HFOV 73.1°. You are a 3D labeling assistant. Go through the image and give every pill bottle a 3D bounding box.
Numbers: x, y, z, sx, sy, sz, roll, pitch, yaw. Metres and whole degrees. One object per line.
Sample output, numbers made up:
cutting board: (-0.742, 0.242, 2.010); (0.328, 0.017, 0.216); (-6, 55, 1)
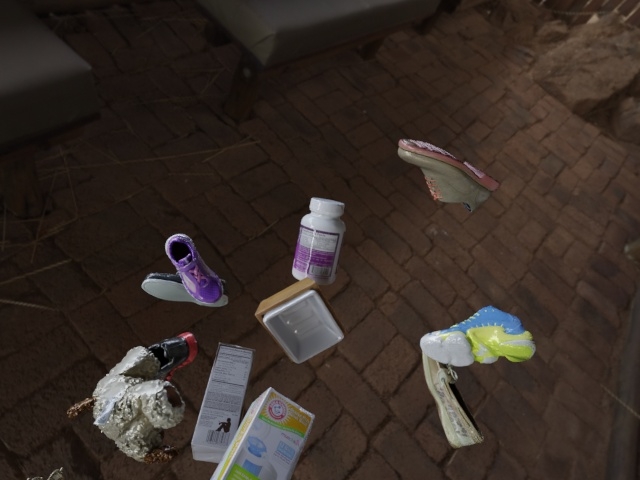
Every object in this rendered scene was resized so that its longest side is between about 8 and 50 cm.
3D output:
pill bottle: (0.000, 0.000, 1.601); (0.169, 0.301, 0.169); (11, 10, -2)

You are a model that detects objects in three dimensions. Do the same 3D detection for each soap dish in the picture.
soap dish: (-0.065, 0.279, 1.516); (0.229, 0.290, 0.118); (-29, 36, 0)

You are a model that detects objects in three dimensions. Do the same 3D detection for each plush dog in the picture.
plush dog: (-0.432, 0.414, 1.001); (0.211, 0.225, 0.262); (-27, 32, -29)

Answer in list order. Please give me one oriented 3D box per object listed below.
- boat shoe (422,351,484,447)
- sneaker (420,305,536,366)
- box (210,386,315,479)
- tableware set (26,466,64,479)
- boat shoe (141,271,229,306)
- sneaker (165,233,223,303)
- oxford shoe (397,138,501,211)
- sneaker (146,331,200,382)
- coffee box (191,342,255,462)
boat shoe: (0.363, 0.421, 1.204); (0.105, 0.089, 0.285); (2, 67, -63)
sneaker: (0.349, 0.213, 0.982); (0.240, 0.091, 0.126); (1, 34, 11)
box: (-0.110, 0.399, 0.801); (0.114, 0.103, 0.203); (36, 44, -3)
tableware set: (-0.550, 0.529, 0.841); (0.020, 0.168, 0.141); (4, 69, 2)
boat shoe: (-0.456, 0.154, 1.477); (0.303, 0.114, 0.091); (24, 46, -41)
sneaker: (-0.368, 0.081, 1.240); (0.095, 0.104, 0.236); (-35, 90, -16)
oxford shoe: (0.335, -0.165, 1.167); (0.348, 0.130, 0.123); (19, 23, -25)
sneaker: (-0.489, 0.374, 1.298); (0.135, 0.276, 0.097); (5, 48, -57)
coffee box: (-0.284, 0.481, 1.287); (0.119, 0.168, 0.297); (11, 49, -4)
